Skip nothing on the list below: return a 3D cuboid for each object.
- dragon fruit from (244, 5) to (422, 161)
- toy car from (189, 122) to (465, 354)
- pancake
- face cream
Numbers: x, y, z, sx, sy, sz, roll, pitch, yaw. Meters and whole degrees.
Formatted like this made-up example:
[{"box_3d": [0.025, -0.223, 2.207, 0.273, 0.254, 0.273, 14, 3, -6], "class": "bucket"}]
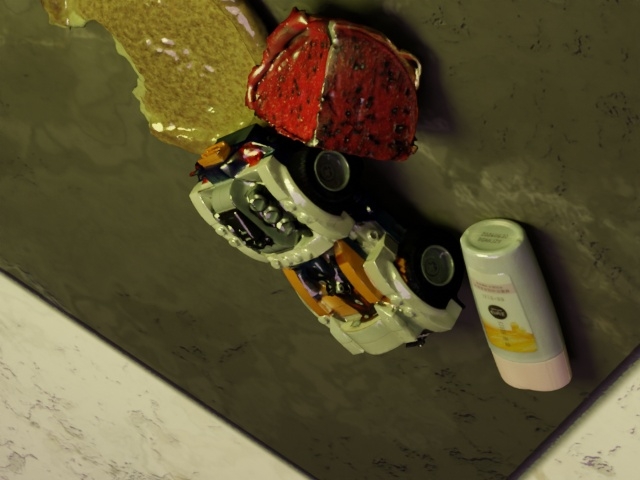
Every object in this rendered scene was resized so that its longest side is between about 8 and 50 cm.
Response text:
[{"box_3d": [0.014, -0.150, 1.792, 0.127, 0.120, 0.161, 9, -169, -36], "class": "dragon fruit"}, {"box_3d": [-0.002, 0.001, 1.917, 0.301, 0.118, 0.193, 40, 151, -22], "class": "toy car"}, {"box_3d": [-0.159, -0.198, 1.897, 0.286, 0.033, 0.288, 17, 141, 21], "class": "pancake"}, {"box_3d": [0.194, 0.068, 1.904, 0.084, 0.057, 0.198, 7, 135, 33], "class": "face cream"}]
